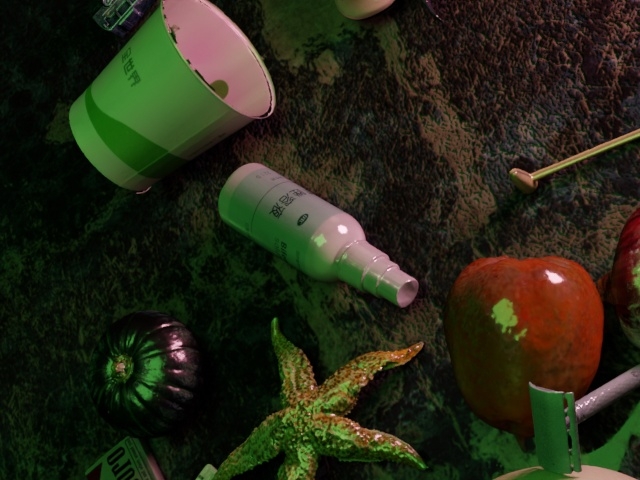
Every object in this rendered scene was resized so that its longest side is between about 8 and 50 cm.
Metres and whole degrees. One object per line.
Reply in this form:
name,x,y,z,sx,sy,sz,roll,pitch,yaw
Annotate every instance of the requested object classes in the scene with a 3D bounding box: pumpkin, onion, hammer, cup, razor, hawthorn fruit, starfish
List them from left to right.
pumpkin,-0.271,0.206,2.046,0.202,0.140,0.202,-13,66,30
cup,-0.247,-0.227,2.123,0.274,0.253,0.253,-36,59,24
starfish,-0.007,0.281,1.892,0.347,0.078,0.358,2,69,27
hawthorn fruit,0.265,0.150,1.711,0.210,0.210,0.262,-1,91,31
hammer,0.354,-0.119,1.826,0.195,0.060,0.028,-24,63,18
razor,0.350,0.194,1.636,0.068,0.232,0.106,9,113,47
onion,0.420,0.040,1.704,0.151,0.098,0.206,-8,71,28

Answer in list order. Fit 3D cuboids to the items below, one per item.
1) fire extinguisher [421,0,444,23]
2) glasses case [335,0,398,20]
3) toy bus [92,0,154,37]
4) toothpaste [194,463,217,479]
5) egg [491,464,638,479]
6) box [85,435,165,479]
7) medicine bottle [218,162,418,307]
fire extinguisher,0.211,-0.491,2.003,0.138,0.102,0.344,16,83,32
glasses case,0.062,-0.493,2.110,0.122,0.075,0.314,-21,64,27
toy bus,-0.328,-0.434,2.347,0.166,0.047,0.065,-46,60,10
toothpaste,-0.116,0.398,1.955,0.197,0.029,0.048,31,85,36
egg,0.283,0.378,1.605,0.295,0.218,0.218,-27,61,9
box,-0.287,0.402,2.052,0.115,0.036,0.177,-40,58,14
medicine bottle,0.000,0.000,1.964,0.352,0.110,0.110,31,92,35
